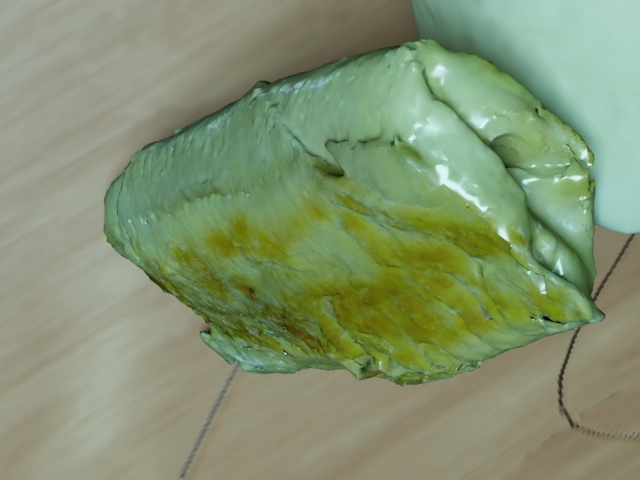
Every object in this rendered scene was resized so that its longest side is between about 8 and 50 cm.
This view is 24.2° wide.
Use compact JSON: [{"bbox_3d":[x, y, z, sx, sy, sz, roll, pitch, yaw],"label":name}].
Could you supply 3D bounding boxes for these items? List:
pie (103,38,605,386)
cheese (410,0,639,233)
[{"bbox_3d":[0.000,0.000,0.563,0.128,0.282,0.068,48,62,-13],"label":"pie"},{"bbox_3d":[0.193,-0.128,0.559,0.332,0.292,0.153,-23,108,-17],"label":"cheese"}]
